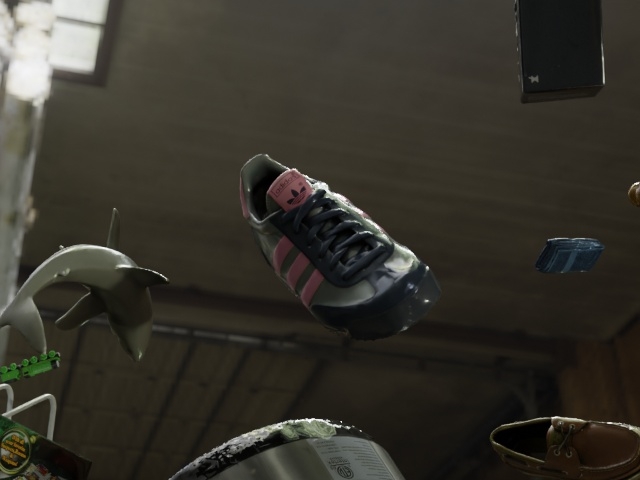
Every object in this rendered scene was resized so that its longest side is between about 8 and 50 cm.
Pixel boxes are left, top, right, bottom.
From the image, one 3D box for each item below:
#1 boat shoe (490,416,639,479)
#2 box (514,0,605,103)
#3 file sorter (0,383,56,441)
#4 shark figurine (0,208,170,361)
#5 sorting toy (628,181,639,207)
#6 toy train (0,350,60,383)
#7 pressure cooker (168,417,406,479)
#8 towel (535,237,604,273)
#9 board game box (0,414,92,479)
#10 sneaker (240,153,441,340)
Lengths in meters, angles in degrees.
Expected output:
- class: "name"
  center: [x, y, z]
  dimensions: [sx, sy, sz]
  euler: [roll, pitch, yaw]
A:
- class: "boat shoe"
  center: [0.421, 0.356, 2.148]
  dimensions: [0.307, 0.104, 0.111]
  euler: [-15, -128, 47]
- class: "box"
  center: [0.267, -0.240, 1.424]
  dimensions: [0.158, 0.093, 0.156]
  euler: [-14, 101, -81]
- class: "file sorter"
  center: [-0.522, 0.274, 1.695]
  dimensions: [0.173, 0.278, 0.193]
  euler: [-24, 125, -71]
- class: "shark figurine"
  center: [-0.220, 0.047, 1.296]
  dimensions: [0.278, 0.116, 0.166]
  euler: [13, 84, -68]
- class: "sorting toy"
  center: [0.446, -0.129, 1.379]
  dimensions: [0.126, 0.127, 0.365]
  euler: [1, -139, 47]
- class: "toy train"
  center: [-0.382, 0.168, 1.663]
  dimensions: [0.017, 0.083, 0.023]
  euler: [72, 0, -66]
- class: "pressure cooker"
  center: [0.003, 0.449, 1.350]
  dimensions: [0.420, 0.370, 0.375]
  euler: [53, -20, 37]
- class: "towel"
  center: [0.420, 0.028, 2.127]
  dimensions: [0.029, 0.119, 0.067]
  euler: [53, -48, 41]
- class: "board game box"
  center: [-0.361, 0.264, 1.394]
  dimensions: [0.030, 0.260, 0.136]
  euler: [6, -114, 35]
- class: "sneaker"
  center: [0.000, 0.000, 1.260]
  dimensions: [0.319, 0.112, 0.131]
  euler: [27, -29, 59]
